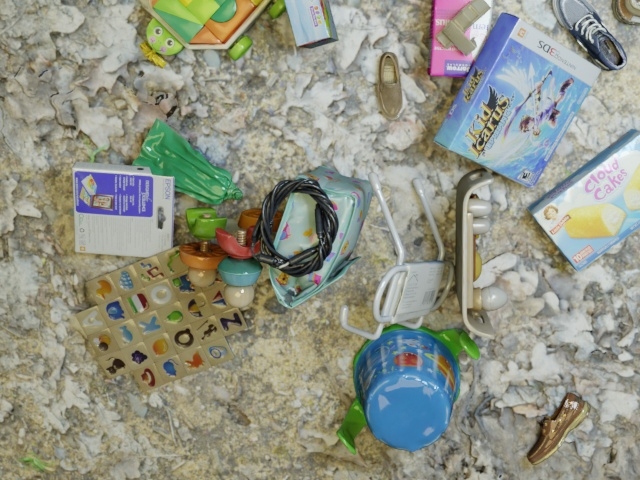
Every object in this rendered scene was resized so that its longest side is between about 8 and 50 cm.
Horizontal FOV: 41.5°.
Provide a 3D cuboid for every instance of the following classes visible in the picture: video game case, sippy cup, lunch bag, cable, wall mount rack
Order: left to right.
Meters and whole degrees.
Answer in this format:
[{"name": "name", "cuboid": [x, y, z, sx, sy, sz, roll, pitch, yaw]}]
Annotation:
[{"name": "cable", "cuboid": [-0.042, -0.025, 1.549, 0.151, 0.047, 0.184, 27, 101, 9]}, {"name": "lunch bag", "cuboid": [0.000, 0.000, 1.683, 0.160, 0.223, 0.262, 19, 103, 9]}, {"name": "wall mount rack", "cuboid": [0.156, 0.033, 1.655, 0.130, 0.350, 0.304, 20, 100, 28]}, {"name": "sippy cup", "cuboid": [0.177, 0.313, 1.731, 0.240, 0.224, 0.305, 14, 103, 3]}, {"name": "video game case", "cuboid": [0.379, -0.260, 1.619, 0.244, 0.061, 0.269, 19, 105, -32]}]

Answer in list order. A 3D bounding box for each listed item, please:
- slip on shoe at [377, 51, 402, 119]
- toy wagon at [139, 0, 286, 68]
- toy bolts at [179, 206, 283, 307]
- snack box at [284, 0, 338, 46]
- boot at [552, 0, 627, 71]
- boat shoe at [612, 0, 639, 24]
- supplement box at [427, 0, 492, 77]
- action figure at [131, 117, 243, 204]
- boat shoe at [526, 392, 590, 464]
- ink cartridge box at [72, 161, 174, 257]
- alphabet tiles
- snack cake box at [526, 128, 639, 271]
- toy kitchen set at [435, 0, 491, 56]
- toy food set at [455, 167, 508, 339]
[{"name": "slip on shoe", "cuboid": [0.141, -0.311, 1.701, 0.051, 0.041, 0.135, 1, 101, 5]}, {"name": "toy wagon", "cuboid": [-0.235, -0.484, 1.687, 0.267, 0.068, 0.344, 44, 101, -4]}, {"name": "toy bolts", "cuboid": [-0.161, 0.036, 1.700, 0.218, 0.228, 0.158, -2, 107, -23]}, {"name": "snack box", "cuboid": [-0.025, -0.458, 1.602, 0.070, 0.207, 0.174, -14, 101, 8]}, {"name": "boot", "cuboid": [0.522, -0.407, 1.624, 0.069, 0.086, 0.190, -41, 95, 11]}, {"name": "boat shoe", "cuboid": [0.715, -0.453, 1.589, 0.302, 0.103, 0.113, -7, 101, 6]}, {"name": "supplement box", "cuboid": [0.270, -0.426, 1.632, 0.111, 0.114, 0.220, 2, 103, 4]}, {"name": "action figure", "cuboid": [-0.267, -0.141, 1.761, 0.232, 0.063, 0.137, 28, 101, 3]}, {"name": "boat shoe", "cuboid": [0.497, 0.400, 1.804, 0.060, 0.064, 0.178, 39, 96, 2]}, {"name": "ink cartridge box", "cuboid": [-0.408, -0.060, 1.764, 0.208, 0.045, 0.206, 5, 121, -5]}, {"name": "alphabet tiles", "cuboid": [-0.347, 0.174, 1.841, 0.343, 0.011, 0.285, -21, 107, 9]}, {"name": "snack cake box", "cuboid": [0.567, -0.081, 1.685, 0.264, 0.089, 0.152, -39, 96, 11]}, {"name": "toy kitchen set", "cuboid": [0.276, -0.391, 1.566, 0.068, 0.075, 0.083, 47, 142, -2]}, {"name": "toy food set", "cuboid": [0.317, 0.018, 1.661, 0.092, 0.220, 0.306, 0, 101, 6]}]
